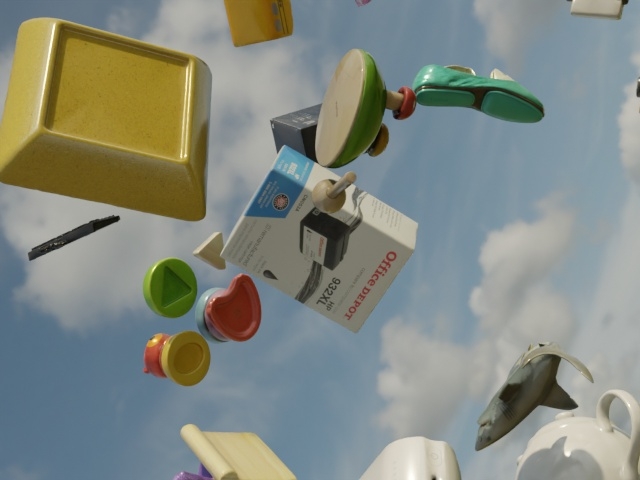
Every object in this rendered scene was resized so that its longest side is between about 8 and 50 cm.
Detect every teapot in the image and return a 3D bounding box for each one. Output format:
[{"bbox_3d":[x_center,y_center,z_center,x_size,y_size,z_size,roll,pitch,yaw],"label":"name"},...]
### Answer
[{"bbox_3d":[0.435,0.374,1.664,0.252,0.256,0.187,45,-148,-54],"label":"teapot"}]

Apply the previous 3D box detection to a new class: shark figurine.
[{"bbox_3d":[0.337,0.212,1.474,0.166,0.116,0.278,-48,-11,-38],"label":"shark figurine"}]

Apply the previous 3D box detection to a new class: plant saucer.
[{"bbox_3d":[-0.325,-0.214,1.585,0.081,0.333,0.333,126,149,-50],"label":"plant saucer"}]

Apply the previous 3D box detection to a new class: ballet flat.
[{"bbox_3d":[0.290,-0.277,1.809,0.083,0.247,0.087,103,175,-62],"label":"ballet flat"}]

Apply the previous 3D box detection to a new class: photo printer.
[{"bbox_3d":[0.088,0.403,1.239,0.307,0.107,0.256,116,165,-52],"label":"photo printer"}]

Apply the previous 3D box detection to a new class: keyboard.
[{"bbox_3d":[-0.448,-0.004,1.767,0.108,0.180,0.023,-32,-81,-56],"label":"keyboard"}]

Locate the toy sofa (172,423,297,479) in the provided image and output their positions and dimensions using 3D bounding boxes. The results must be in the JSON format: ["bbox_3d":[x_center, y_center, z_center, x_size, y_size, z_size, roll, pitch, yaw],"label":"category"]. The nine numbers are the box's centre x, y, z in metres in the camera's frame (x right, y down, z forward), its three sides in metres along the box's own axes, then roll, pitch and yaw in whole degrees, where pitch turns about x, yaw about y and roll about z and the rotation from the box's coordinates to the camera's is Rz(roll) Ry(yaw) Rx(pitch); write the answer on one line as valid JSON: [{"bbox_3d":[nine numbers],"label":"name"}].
[{"bbox_3d":[-0.176,0.447,1.363,0.177,0.150,0.362,8,-78,-29],"label":"toy sofa"}]

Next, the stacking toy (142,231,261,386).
[{"bbox_3d":[-0.297,0.149,2.240,0.309,0.130,0.279,-34,-71,-43],"label":"stacking toy"}]

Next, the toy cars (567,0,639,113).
[{"bbox_3d":[0.516,-0.356,1.614,0.176,0.393,0.087,-30,-23,8],"label":"toy cars"}]

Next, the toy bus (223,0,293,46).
[{"bbox_3d":[-0.146,-0.569,2.019,0.130,0.108,0.332,-37,-62,-63],"label":"toy bus"}]

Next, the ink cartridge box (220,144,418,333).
[{"bbox_3d":[0.000,0.000,1.902,0.223,0.307,0.129,-57,7,26],"label":"ink cartridge box"}]

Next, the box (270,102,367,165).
[{"bbox_3d":[0.004,-0.216,2.023,0.158,0.156,0.093,-19,-69,-20],"label":"box"}]

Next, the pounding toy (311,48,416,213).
[{"bbox_3d":[0.072,-0.160,1.490,0.183,0.110,0.237,147,134,-66],"label":"pounding toy"}]

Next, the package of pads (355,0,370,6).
[{"bbox_3d":[0.083,-0.547,2.130,0.050,0.032,0.083,-47,-66,-46],"label":"package of pads"}]
